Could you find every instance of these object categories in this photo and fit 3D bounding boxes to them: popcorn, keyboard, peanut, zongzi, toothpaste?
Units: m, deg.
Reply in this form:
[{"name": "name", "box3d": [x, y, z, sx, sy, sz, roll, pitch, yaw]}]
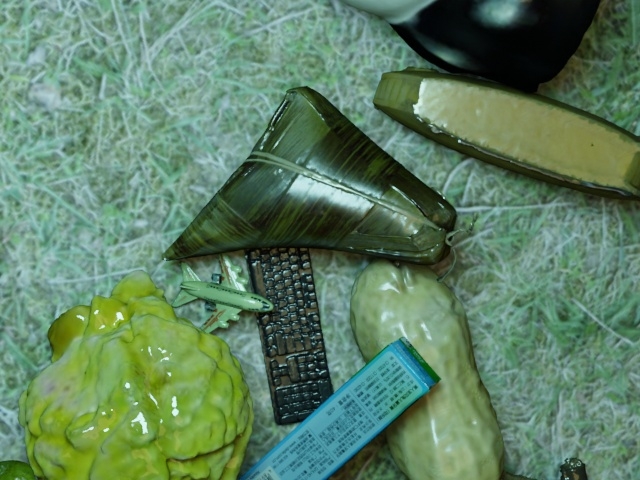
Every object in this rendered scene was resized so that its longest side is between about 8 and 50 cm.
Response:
[{"name": "popcorn", "box3d": [-0.181, 0.172, 1.678, 0.259, 0.259, 0.212, -45, 128, -5]}, {"name": "keyboard", "box3d": [-0.034, 0.087, 1.793, 0.072, 0.023, 0.231, -11, 99, -10]}, {"name": "peanut", "box3d": [0.115, 0.152, 1.785, 0.130, 0.130, 0.290, -18, 94, -11]}, {"name": "zongzi", "box3d": [0.000, 0.000, 1.716, 0.248, 0.111, 0.241, 39, 86, 11]}, {"name": "toothpaste", "box3d": [0.010, 0.211, 1.740, 0.267, 0.050, 0.065, -44, 79, 21]}]

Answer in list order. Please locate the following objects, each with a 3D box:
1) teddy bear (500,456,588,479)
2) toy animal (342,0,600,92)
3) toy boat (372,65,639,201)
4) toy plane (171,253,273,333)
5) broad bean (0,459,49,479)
[{"name": "teddy bear", "box3d": [0.260, 0.303, 1.861, 0.160, 0.078, 0.119, 7, 91, -13]}, {"name": "toy animal", "box3d": [0.125, -0.302, 1.676, 0.310, 0.251, 0.250, 19, 92, -11]}, {"name": "toy boat", "box3d": [0.214, -0.118, 1.781, 0.321, 0.121, 0.089, 17, 93, -1]}, {"name": "toy plane", "box3d": [-0.103, 0.058, 1.760, 0.111, 0.040, 0.102, 13, 95, 4]}, {"name": "broad bean", "box3d": [-0.378, 0.227, 1.653, 0.053, 0.256, 0.052, 50, 56, -56]}]
